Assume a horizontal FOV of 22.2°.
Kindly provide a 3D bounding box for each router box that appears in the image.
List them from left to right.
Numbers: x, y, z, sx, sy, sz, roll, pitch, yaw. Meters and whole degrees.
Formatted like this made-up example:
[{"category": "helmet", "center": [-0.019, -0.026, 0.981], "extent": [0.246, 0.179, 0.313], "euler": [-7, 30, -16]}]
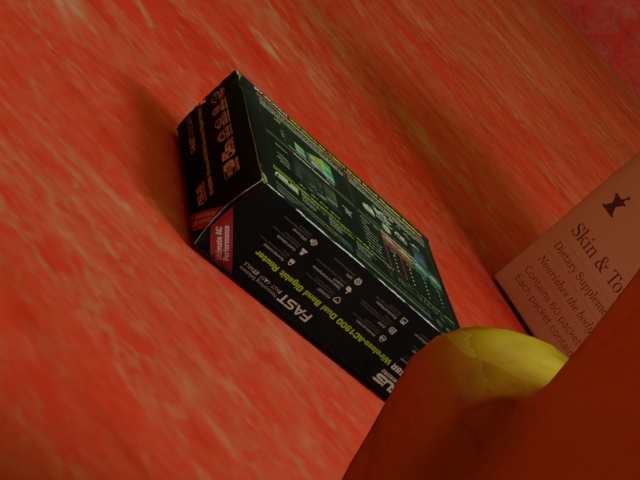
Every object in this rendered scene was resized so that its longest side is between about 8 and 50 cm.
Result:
[{"category": "router box", "center": [0.000, 0.000, 0.646], "extent": [0.122, 0.038, 0.092], "euler": [41, 18, -27]}]

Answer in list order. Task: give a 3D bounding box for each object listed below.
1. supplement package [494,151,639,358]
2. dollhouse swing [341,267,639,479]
[{"category": "supplement package", "center": [0.283, 0.032, 0.910], "extent": [0.198, 0.262, 0.199], "euler": [28, 25, -52]}, {"category": "dollhouse swing", "center": [0.172, 0.146, 0.281], "extent": [0.315, 0.305, 0.347], "euler": [39, 17, -29]}]
